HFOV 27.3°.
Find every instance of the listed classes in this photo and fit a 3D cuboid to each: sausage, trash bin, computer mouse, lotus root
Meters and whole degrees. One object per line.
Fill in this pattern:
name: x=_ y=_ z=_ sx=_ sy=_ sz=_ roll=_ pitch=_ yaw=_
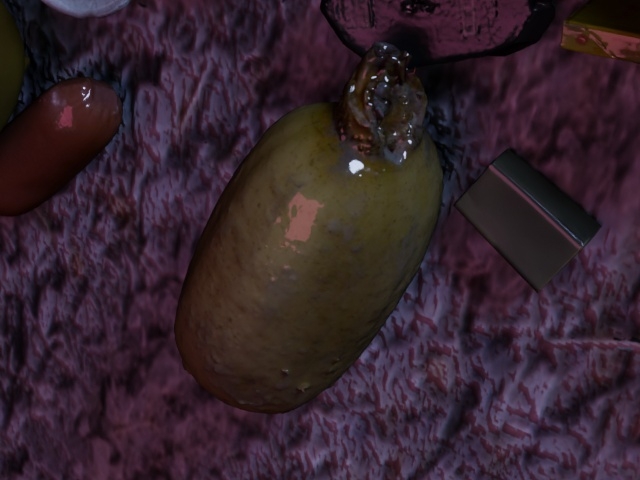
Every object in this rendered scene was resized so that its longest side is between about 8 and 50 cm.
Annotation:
sausage: x=-0.244 y=-0.082 z=1.161 sx=0.194 sy=0.077 sz=0.077 roll=-33 pitch=95 yaw=38
trash bin: x=0.153 y=-0.017 z=0.984 sx=0.092 sy=0.043 sz=0.061 roll=45 pitch=127 yaw=8
computer mouse: x=0.085 y=-0.172 z=0.939 sx=0.172 sy=0.057 sz=0.099 roll=1 pitch=113 yaw=17
lotus root: x=0.000 y=0.000 z=0.997 sx=0.151 sy=0.169 sz=0.342 roll=56 pitch=134 yaw=27

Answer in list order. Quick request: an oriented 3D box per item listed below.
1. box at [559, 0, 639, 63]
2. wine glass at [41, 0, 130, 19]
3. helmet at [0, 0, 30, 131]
box: x=0.241 y=-0.129 z=0.847 sx=0.155 sy=0.087 sz=0.023 roll=16 pitch=123 yaw=23
wine glass: x=-0.122 y=-0.246 z=0.935 sx=0.165 sy=0.196 sz=0.165 roll=14 pitch=119 yaw=27
helmet: x=-0.344 y=-0.152 z=1.143 sx=0.257 sy=0.140 sz=0.205 roll=-12 pitch=105 yaw=33
